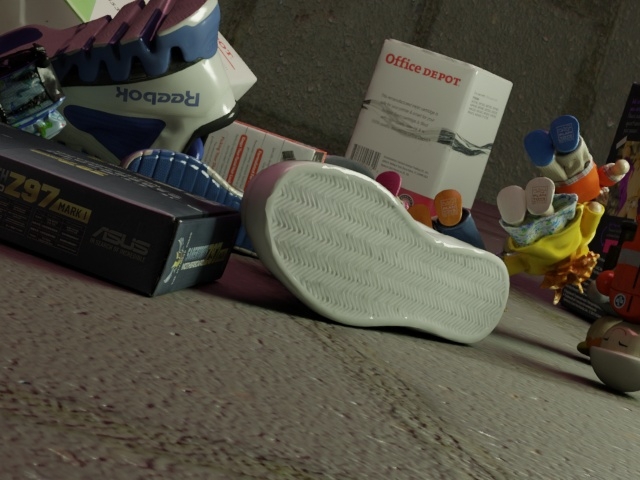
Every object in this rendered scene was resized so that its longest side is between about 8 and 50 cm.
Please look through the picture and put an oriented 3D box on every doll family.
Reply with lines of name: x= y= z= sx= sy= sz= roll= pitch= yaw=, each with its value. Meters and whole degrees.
doll family: x=0.148 y=0.005 z=1.532 sx=0.263 sy=0.118 sz=0.163 roll=-15 pitch=-29 yaw=16

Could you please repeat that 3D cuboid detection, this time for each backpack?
backpack: x=-0.277 y=-0.111 z=1.522 sx=0.114 sy=0.084 sz=0.105 roll=-23 pitch=11 yaw=-8

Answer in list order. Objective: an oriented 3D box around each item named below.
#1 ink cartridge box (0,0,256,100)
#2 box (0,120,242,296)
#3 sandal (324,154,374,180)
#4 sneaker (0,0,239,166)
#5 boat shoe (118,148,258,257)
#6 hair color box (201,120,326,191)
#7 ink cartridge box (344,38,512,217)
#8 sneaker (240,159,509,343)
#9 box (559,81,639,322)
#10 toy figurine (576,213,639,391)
ink cartridge box: x=-0.209 y=-0.211 z=1.950 sx=0.207 sy=0.119 sz=0.353 roll=50 pitch=22 yaw=9
box: x=-0.185 y=-0.031 z=1.216 sx=0.233 sy=0.059 sz=0.183 roll=20 pitch=7 yaw=10
sandal: x=-0.057 y=-0.058 z=1.941 sx=0.254 sy=0.054 sz=0.097 roll=4 pitch=-21 yaw=-31
sneaker: x=-0.207 y=-0.113 z=1.655 sx=0.315 sy=0.182 sz=0.127 roll=-10 pitch=28 yaw=27
boat shoe: x=-0.105 y=-0.029 z=1.491 sx=0.183 sy=0.066 sz=0.066 roll=27 pitch=-6 yaw=-37
hair color box: x=-0.089 y=-0.075 z=1.811 sx=0.167 sy=0.093 sz=0.053 roll=21 pitch=6 yaw=14
ink cartridge box: x=0.137 y=-0.135 z=2.396 sx=0.172 sy=0.237 sz=0.100 roll=23 pitch=7 yaw=39
sneaker: x=0.000 y=0.000 z=1.354 sx=0.169 sy=0.108 sz=0.292 roll=21 pitch=-4 yaw=41
box: x=0.401 y=-0.020 z=1.955 sx=0.165 sy=0.270 sz=0.143 roll=17 pitch=6 yaw=-22
toy figurine: x=0.325 y=0.075 z=1.483 sx=0.213 sy=0.148 sz=0.209 roll=16 pitch=-1 yaw=1
